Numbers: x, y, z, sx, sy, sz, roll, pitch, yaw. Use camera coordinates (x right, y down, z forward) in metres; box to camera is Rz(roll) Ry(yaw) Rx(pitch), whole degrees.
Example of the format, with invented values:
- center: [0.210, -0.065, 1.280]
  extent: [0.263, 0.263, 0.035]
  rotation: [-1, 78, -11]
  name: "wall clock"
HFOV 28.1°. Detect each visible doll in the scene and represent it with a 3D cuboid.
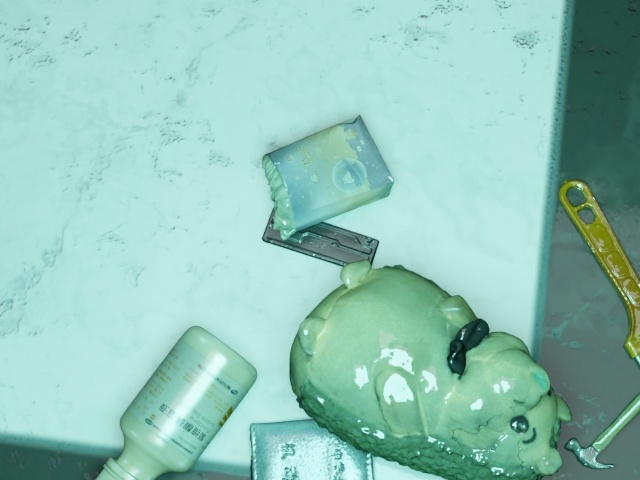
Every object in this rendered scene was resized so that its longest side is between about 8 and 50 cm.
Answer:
- center: [0.138, 0.175, 1.560]
  extent: [0.349, 0.247, 0.247]
  rotation: [36, 83, 4]
  name: "doll"

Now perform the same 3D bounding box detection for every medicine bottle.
- center: [-0.195, 0.237, 1.636]
  extent: [0.114, 0.114, 0.252]
  rotation: [36, 83, 12]
  name: "medicine bottle"

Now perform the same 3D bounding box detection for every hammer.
- center: [0.397, 0.220, 1.625]
  extent: [0.182, 0.017, 0.062]
  rotation: [-45, 80, 3]
  name: "hammer"

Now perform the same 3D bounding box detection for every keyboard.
- center: [0.000, 0.000, 1.726]
  extent: [0.155, 0.010, 0.053]
  rotation: [19, 80, 9]
  name: "keyboard"

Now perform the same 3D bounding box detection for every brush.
- center: [0.400, 0.054, 1.676]
  extent: [0.090, 0.017, 0.314]
  rotation: [-27, 76, -4]
  name: "brush"

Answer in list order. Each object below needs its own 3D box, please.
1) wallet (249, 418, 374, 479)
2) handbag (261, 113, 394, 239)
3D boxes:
- center: [-0.006, 0.337, 1.636]
  extent: [0.167, 0.036, 0.222]
  rotation: [-5, 76, 4]
  name: "wallet"
- center: [0.000, -0.085, 1.699]
  extent: [0.173, 0.095, 0.117]
  rotation: [-23, 72, -10]
  name: "handbag"
